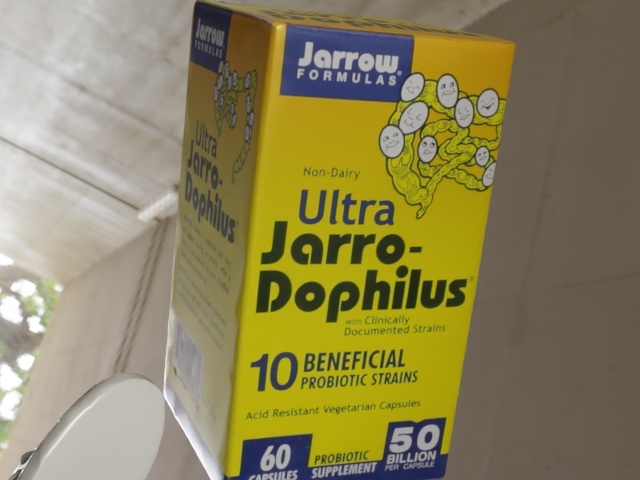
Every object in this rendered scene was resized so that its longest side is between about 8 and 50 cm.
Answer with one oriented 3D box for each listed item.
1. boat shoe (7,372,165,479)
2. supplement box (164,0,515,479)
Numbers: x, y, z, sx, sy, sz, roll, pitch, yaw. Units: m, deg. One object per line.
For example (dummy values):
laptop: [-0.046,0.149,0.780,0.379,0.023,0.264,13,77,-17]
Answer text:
boat shoe: [-0.154,0.149,0.543,0.063,0.066,0.184,31,-86,51]
supplement box: [0.000,0.000,0.779,0.195,0.194,0.356,-143,-124,-61]
